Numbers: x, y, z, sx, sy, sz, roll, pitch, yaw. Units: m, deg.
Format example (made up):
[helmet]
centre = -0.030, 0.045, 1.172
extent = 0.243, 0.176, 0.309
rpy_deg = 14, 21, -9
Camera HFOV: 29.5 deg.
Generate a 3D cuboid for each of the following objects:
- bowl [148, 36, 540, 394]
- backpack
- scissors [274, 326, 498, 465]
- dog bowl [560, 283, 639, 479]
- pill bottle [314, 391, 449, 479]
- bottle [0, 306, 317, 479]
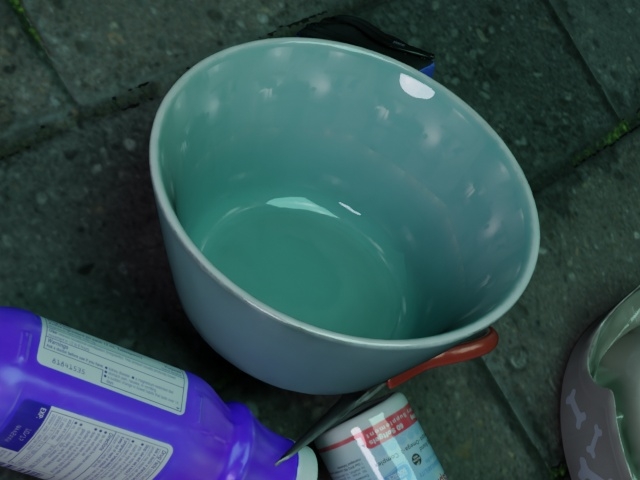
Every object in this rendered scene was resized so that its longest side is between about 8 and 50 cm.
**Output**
[bowl]
centre = 0.000, 0.000, 0.981
extent = 0.311, 0.163, 0.312
rpy_deg = 12, 49, -14
[backpack]
centre = 0.027, -0.148, 1.136
extent = 0.120, 0.101, 0.098
rpy_deg = 38, 42, 26
[scissors]
centre = 0.036, 0.120, 1.018
extent = 0.297, 0.109, 0.021
rpy_deg = -24, 113, -41
[dog bowl]
centre = 0.388, 0.199, 1.230
extent = 0.348, 0.102, 0.349
rpy_deg = 13, 63, -29
[pill bottle]
centre = 0.066, 0.214, 1.015
extent = 0.087, 0.087, 0.160
rpy_deg = -26, 86, -38
[bottle]
centre = -0.134, 0.140, 0.890
extent = 0.282, 0.118, 0.092
rpy_deg = 24, 47, -26
